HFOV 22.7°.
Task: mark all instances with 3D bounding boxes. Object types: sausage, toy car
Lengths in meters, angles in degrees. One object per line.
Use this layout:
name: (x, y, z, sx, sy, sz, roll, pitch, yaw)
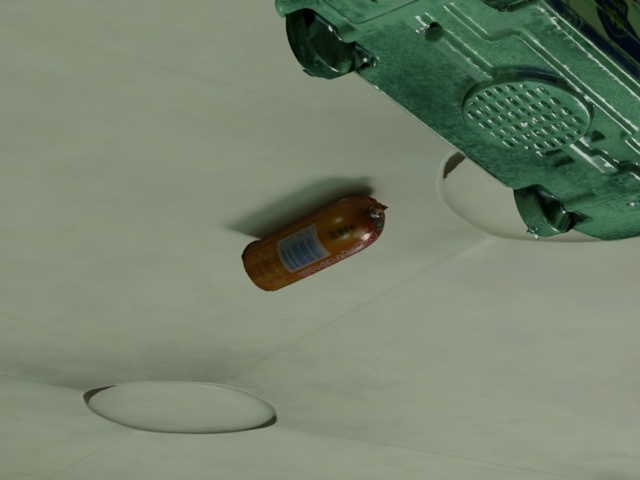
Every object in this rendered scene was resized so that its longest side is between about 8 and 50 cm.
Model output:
sausage: (0.000, 0.000, 0.838, 0.031, 0.031, 0.107, 18, 154, -33)
toy car: (0.082, -0.069, 0.597, 0.090, 0.076, 0.224, -16, 144, 41)
